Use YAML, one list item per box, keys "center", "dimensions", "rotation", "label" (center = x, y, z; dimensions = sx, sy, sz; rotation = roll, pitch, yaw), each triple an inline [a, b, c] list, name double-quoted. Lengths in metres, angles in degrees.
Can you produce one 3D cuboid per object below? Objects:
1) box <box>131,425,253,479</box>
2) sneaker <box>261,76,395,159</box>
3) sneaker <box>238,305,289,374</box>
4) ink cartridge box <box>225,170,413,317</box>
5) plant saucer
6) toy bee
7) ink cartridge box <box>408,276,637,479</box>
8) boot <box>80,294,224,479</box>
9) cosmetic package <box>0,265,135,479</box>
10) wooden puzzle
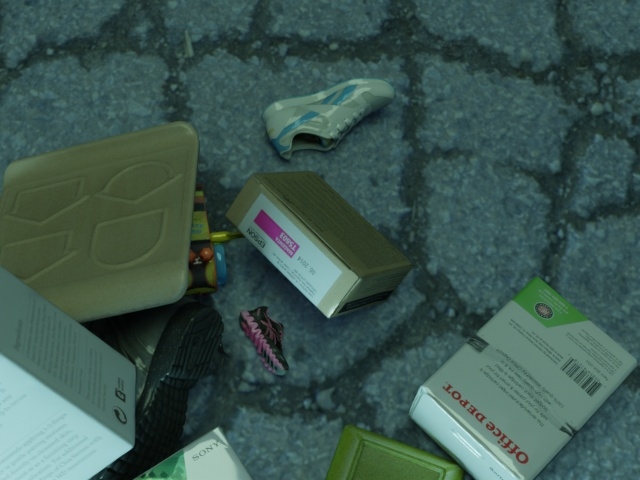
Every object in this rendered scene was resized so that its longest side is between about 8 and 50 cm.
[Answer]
- center: [-0.148, 0.442, 1.452]
  dimensions: [0.232, 0.058, 0.322]
  rotation: [-31, 78, -19]
  label: "box"
- center: [0.021, -0.204, 1.840]
  dimensions: [0.229, 0.087, 0.092]
  rotation: [-19, 71, -6]
  label: "sneaker"
- center: [-0.074, 0.147, 1.661]
  dimensions: [0.057, 0.047, 0.119]
  rotation: [-22, 66, -28]
  label: "sneaker"
- center: [0.000, 0.000, 1.661]
  dimensions: [0.235, 0.088, 0.193]
  rotation: [45, 24, 19]
  label: "ink cartridge box"
- center: [0.096, 0.366, 1.550]
  dimensions: [0.188, 0.045, 0.188]
  rotation: [19, 62, 6]
  label: "plant saucer"
- center: [-0.177, 0.022, 1.652]
  dimensions: [0.195, 0.162, 0.298]
  rotation: [-26, 66, -19]
  label: "toy bee"
- center: [0.293, 0.217, 1.600]
  dimensions: [0.198, 0.115, 0.273]
  rotation: [42, 63, 17]
  label: "ink cartridge box"
- center: [-0.295, 0.205, 1.575]
  dimensions: [0.223, 0.118, 0.338]
  rotation: [23, 79, 33]
  label: "boot"
- center: [-0.465, 0.145, 1.347]
  dimensions: [0.230, 0.453, 0.161]
  rotation: [-36, 33, 16]
  label: "cosmetic package"
- center: [-0.329, -0.008, 1.593]
  dimensions: [0.322, 0.080, 0.348]
  rotation: [-13, 44, 9]
  label: "wooden puzzle"
